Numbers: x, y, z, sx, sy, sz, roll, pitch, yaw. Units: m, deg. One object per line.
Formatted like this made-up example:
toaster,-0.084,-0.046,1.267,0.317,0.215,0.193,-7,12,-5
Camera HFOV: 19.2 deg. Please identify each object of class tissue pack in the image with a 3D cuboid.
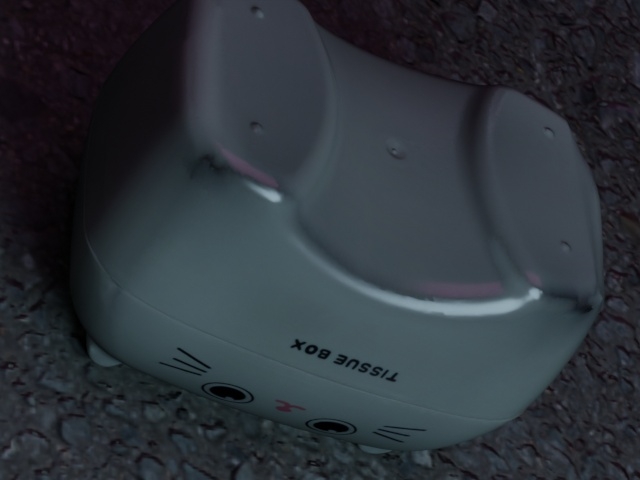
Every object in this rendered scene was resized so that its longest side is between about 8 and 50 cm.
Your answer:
tissue pack,0.000,0.000,1.243,0.333,0.236,0.229,21,44,-22
